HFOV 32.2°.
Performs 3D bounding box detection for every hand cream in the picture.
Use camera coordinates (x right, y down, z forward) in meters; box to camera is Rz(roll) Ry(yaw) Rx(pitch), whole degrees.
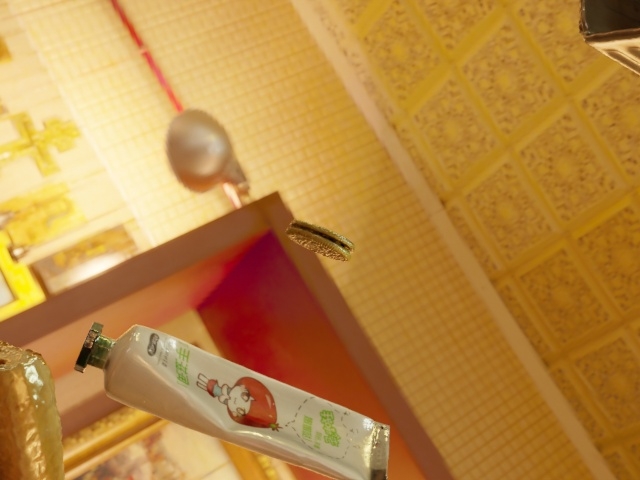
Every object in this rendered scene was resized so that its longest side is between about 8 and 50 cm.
[{"bbox_3d":[-0.083,0.166,1.129,0.336,0.121,0.076,22,-63,-7],"label":"hand cream"}]

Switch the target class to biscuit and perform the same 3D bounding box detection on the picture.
[{"bbox_3d":[0.000,0.000,1.312,0.084,0.023,0.084,23,-9,4],"label":"biscuit"}]

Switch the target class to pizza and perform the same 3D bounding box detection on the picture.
[{"bbox_3d":[-0.273,0.195,0.924,0.182,0.074,0.365,52,-36,20],"label":"pizza"}]

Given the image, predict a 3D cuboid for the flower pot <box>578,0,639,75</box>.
[{"bbox_3d":[0.302,-0.191,0.719,0.209,0.190,0.239,-39,-142,48],"label":"flower pot"}]
